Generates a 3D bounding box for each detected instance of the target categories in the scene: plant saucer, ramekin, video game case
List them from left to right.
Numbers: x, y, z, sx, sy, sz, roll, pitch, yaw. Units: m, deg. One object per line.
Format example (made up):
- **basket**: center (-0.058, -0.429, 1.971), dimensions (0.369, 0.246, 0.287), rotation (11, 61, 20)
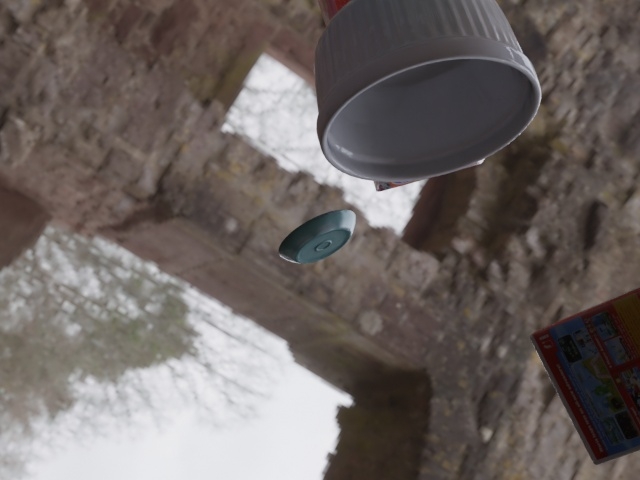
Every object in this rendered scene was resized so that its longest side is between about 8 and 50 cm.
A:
- **plant saucer**: center (0.000, 0.000, 1.672), dimensions (0.119, 0.119, 0.021), rotation (-43, -116, 33)
- **ramekin**: center (0.090, -0.152, 1.124), dimensions (0.207, 0.207, 0.109), rotation (-38, -126, 40)
- **video game case**: center (0.447, 0.164, 1.615), dimensions (0.285, 0.204, 0.025), rotation (-28, 179, 31)

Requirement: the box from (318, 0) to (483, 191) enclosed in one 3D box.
- **box**: center (0.101, -0.232, 1.525), dimensions (0.142, 0.154, 0.300), rotation (97, -22, -80)
